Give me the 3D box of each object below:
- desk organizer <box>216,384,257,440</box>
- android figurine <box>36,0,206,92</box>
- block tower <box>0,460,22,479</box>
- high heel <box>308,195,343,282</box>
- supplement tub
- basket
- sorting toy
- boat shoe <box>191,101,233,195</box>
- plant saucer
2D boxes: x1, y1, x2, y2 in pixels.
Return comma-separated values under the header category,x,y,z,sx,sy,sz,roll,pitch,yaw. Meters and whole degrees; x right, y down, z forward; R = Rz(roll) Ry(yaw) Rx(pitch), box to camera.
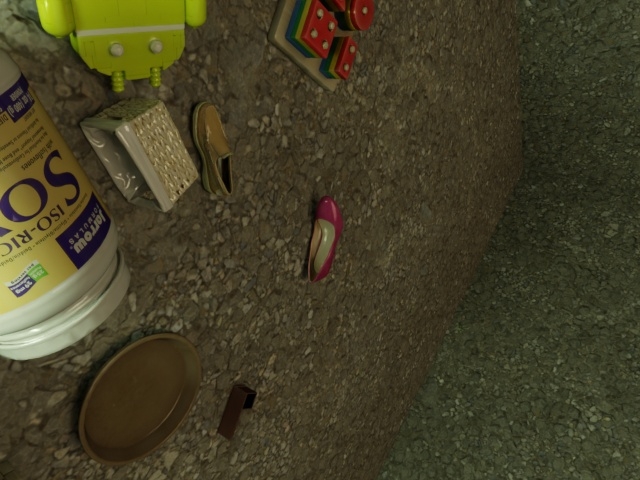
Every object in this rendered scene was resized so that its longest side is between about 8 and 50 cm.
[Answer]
category,x,y,z,sx,sy,sz,roll,pitch,yaw
desk organizer,-0.214,0.444,1.225,0.047,0.050,0.130,25,83,-56
android figurine,-0.286,-0.355,0.704,0.248,0.056,0.273,-20,139,-35
block tower,-0.593,0.458,0.660,0.335,0.091,0.097,-24,122,-49
high heel,0.000,0.000,1.315,0.117,0.082,0.244,-48,153,-47
supplement tub,-0.405,-0.036,0.579,0.241,0.241,0.331,-48,138,-32
basket,-0.296,-0.148,0.800,0.103,0.113,0.167,-51,141,-32
sorting toy,0.024,-0.523,1.113,0.257,0.089,0.255,20,87,-56
boat shoe,-0.204,-0.181,0.952,0.068,0.072,0.190,-36,131,-42
plant saucer,-0.363,0.316,0.969,0.278,0.041,0.278,-29,127,-46
